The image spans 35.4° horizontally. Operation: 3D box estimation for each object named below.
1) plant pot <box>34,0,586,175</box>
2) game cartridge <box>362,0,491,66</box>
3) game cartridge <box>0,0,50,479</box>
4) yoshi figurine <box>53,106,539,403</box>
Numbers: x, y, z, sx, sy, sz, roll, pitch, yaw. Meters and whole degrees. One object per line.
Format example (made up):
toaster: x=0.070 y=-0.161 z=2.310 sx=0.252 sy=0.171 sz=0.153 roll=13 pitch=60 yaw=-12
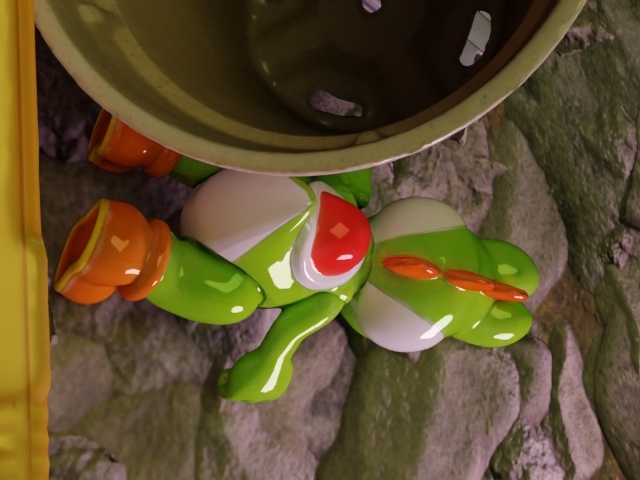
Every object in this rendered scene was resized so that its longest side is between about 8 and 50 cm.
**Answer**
plant pot: x=0.016 y=-0.196 z=0.665 sx=0.305 sy=0.333 sz=0.334 roll=8 pitch=71 yaw=-79
game cartridge: x=0.054 y=-0.310 z=0.939 sx=0.355 sy=0.068 sz=0.230 roll=32 pitch=59 yaw=-29
game cartridge: x=-0.197 y=-0.026 z=0.505 sx=0.052 sy=0.285 sz=0.324 roll=-5 pitch=92 yaw=-31
yoshi figurine: x=-0.012 y=0.012 z=0.779 sx=0.362 sy=0.204 sz=0.203 roll=16 pitch=29 yaw=-20
